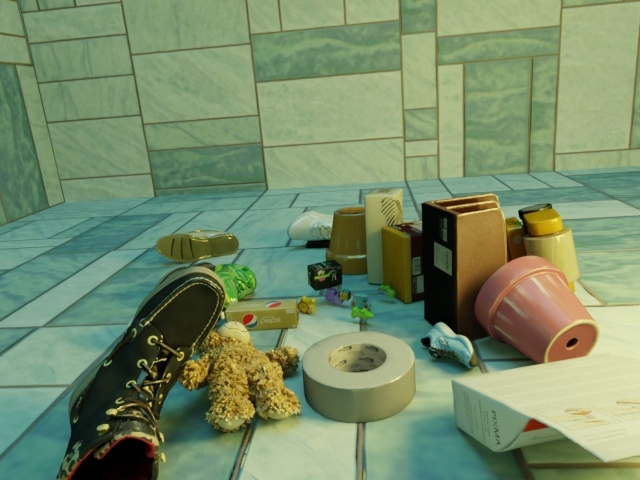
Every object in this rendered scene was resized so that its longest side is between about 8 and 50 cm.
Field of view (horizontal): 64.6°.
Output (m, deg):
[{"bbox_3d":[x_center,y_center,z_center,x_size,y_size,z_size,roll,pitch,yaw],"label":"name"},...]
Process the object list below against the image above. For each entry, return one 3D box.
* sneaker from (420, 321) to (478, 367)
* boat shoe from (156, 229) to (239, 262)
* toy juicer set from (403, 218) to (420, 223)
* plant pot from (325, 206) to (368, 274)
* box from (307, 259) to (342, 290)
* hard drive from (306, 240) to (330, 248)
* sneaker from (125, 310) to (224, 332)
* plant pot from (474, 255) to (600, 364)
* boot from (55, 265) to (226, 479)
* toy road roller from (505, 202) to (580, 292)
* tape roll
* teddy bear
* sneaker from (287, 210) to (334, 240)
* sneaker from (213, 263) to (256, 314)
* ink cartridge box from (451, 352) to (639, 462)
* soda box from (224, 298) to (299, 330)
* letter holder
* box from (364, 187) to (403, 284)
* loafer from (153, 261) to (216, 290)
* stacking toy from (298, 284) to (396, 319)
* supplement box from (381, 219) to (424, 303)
[{"bbox_3d":[0.270,0.233,1.070,0.073,0.063,0.162,-28,17,-12],"label":"sneaker"},{"bbox_3d":[-0.469,0.017,1.922,0.303,0.113,0.103,0,12,-24],"label":"boat shoe"},{"bbox_3d":[0.325,-0.027,1.859,0.210,0.089,0.329,2,18,21],"label":"toy juicer set"},{"bbox_3d":[0.114,-0.009,1.679,0.205,0.187,0.205,-4,17,1],"label":"plant pot"},{"bbox_3d":[0.012,0.095,1.395,0.084,0.062,0.052,-12,22,-22],"label":"box"},{"bbox_3d":[0.000,0.000,1.977,0.094,0.022,0.135,-2,16,9],"label":"hard drive"},{"bbox_3d":[-0.344,0.204,1.246,0.235,0.093,0.153,-5,4,-39],"label":"sneaker"},{"bbox_3d":[0.452,0.160,1.038,0.202,0.201,0.180,-9,32,-15],"label":"plant pot"},{"bbox_3d":[-0.280,0.236,0.810,0.377,0.138,0.284,-45,24,2],"label":"boot"},{"bbox_3d":[0.558,0.032,1.421,0.241,0.202,0.329,-13,9,16],"label":"toy road roller"},{"bbox_3d":[0.074,0.258,0.988,0.220,0.072,0.219,-4,15,1],"label":"tape roll"},{"bbox_3d":[-0.158,0.253,1.004,0.246,0.112,0.338,-4,16,-3],"label":"teddy bear"},{"bbox_3d":[0.022,-0.050,1.921,0.298,0.110,0.129,-9,23,-12],"label":"sneaker"},{"bbox_3d":[-0.250,0.122,1.476,0.124,0.109,0.295,-10,16,-5],"label":"sneaker"},{"bbox_3d":[0.402,0.247,0.703,0.309,0.091,0.385,-6,-2,-8],"label":"ink cartridge box"},{"bbox_3d":[-0.149,0.191,1.302,0.182,0.058,0.061,-3,16,4],"label":"soda box"},{"bbox_3d":[0.369,0.056,1.183,0.215,0.301,0.152,-9,17,-15],"label":"letter holder"},{"bbox_3d":[0.193,-0.013,1.515,0.094,0.274,0.113,2,18,22],"label":"box"},{"bbox_3d":[-0.390,0.126,1.544,0.084,0.096,0.267,9,19,23],"label":"loafer"},{"bbox_3d":[0.074,0.161,1.367,0.221,0.052,0.167,7,22,31],"label":"stacking toy"},{"bbox_3d":[0.289,0.050,1.422,0.194,0.191,0.129,-10,17,-19],"label":"supplement box"}]
